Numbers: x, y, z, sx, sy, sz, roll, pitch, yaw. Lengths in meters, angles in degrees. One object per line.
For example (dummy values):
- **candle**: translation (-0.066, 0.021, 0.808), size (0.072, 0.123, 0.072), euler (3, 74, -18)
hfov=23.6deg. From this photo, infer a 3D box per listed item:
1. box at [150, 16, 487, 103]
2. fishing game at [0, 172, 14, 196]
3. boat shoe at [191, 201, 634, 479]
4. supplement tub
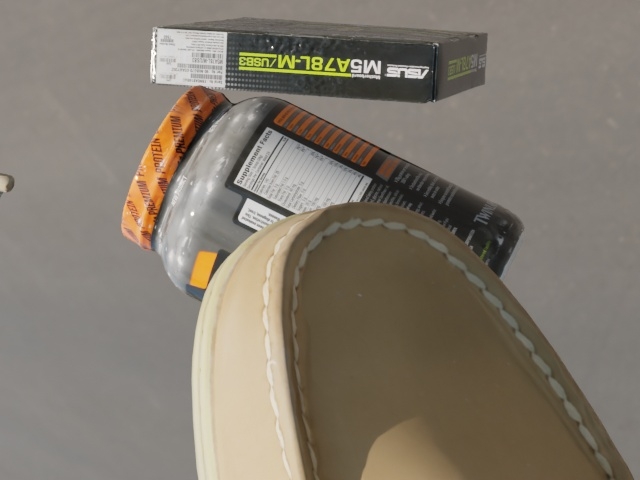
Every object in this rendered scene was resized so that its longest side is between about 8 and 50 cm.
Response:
- **box**: translation (0.005, -0.124, 1.038), size (0.190, 0.045, 0.184), euler (5, -171, 14)
- **fishing game**: translation (-0.205, -0.107, 0.526), size (0.189, 0.041, 0.264), euler (15, 146, 9)
- **boat shoe**: translation (0.068, 0.119, 0.355), size (0.341, 0.121, 0.110), euler (64, 154, 25)
- **supplement tub**: translation (0.000, 0.000, 0.802), size (0.190, 0.117, 0.117), euler (27, 156, 7)
